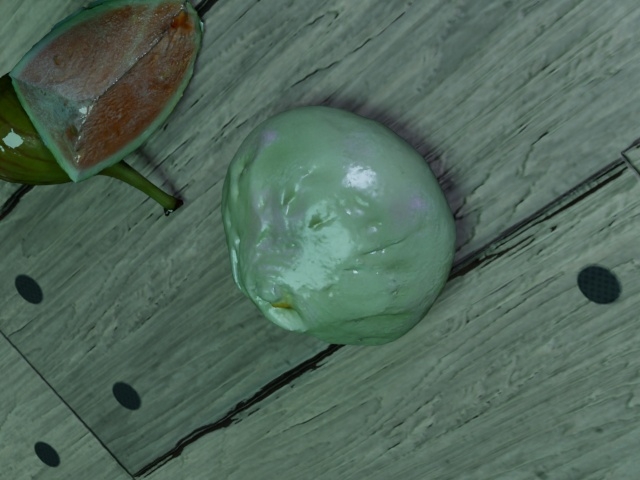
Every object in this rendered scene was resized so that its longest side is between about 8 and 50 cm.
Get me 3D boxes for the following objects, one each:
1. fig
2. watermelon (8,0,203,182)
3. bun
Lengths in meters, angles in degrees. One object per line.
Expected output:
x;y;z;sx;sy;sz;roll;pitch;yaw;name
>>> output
-0.290;-0.095;1.761;0.259;0.151;0.151;36;135;2;fig
-0.243;-0.197;1.675;0.146;0.231;0.128;43;175;26;watermelon
0.000;0.000;1.601;0.283;0.179;0.283;17;126;24;bun
